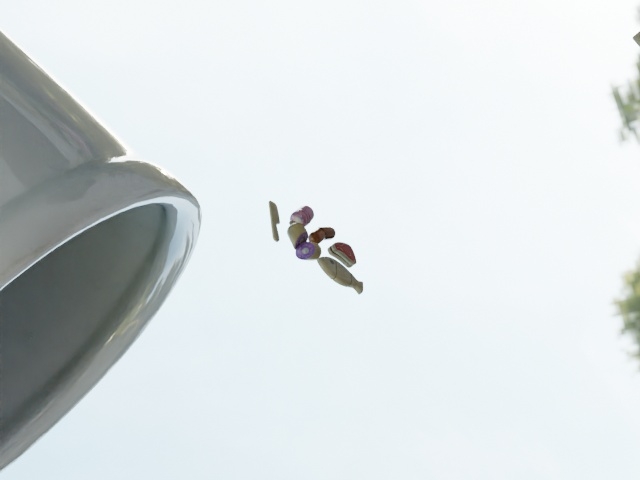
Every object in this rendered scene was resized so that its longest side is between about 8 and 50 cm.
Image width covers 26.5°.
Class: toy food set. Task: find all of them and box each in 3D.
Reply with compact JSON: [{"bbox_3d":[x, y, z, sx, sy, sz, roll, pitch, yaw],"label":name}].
[{"bbox_3d":[0.000,0.000,1.389,0.122,0.019,0.078,30,-146,-34],"label":"toy food set"}]

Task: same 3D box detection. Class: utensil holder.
[{"bbox_3d":[-0.328,-0.041,0.914,0.385,0.328,0.327,44,-147,11],"label":"utensil holder"}]

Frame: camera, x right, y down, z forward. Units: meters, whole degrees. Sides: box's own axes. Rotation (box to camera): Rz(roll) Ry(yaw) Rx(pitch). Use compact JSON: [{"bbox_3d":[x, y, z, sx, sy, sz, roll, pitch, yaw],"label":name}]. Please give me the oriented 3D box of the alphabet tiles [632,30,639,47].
[{"bbox_3d":[0.407,-0.159,1.146,0.009,0.198,0.237,30,-156,-54],"label":"alphabet tiles"}]
